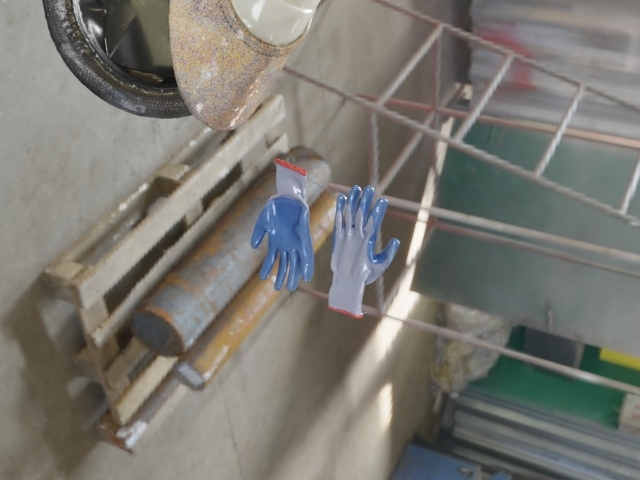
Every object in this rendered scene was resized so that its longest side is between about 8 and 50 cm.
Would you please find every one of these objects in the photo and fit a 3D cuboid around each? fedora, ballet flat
[{"bbox_3d":[-0.265,-0.316,1.282,0.152,0.334,0.334,-30,-150,60],"label":"fedora"},{"bbox_3d":[-0.033,-0.235,0.622,0.108,0.106,0.316,14,82,-43],"label":"ballet flat"}]

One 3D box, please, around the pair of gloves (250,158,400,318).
[{"bbox_3d":[0.000,0.000,0.985,0.023,0.198,0.159,-19,124,-50],"label":"pair of gloves"}]
